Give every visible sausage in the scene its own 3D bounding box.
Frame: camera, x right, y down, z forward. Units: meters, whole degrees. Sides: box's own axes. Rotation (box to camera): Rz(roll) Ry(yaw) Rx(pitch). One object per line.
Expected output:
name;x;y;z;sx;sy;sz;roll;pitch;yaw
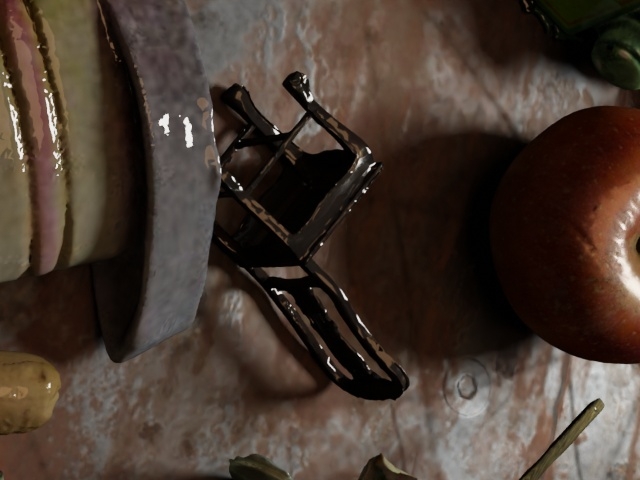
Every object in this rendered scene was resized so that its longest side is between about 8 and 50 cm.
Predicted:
sausage;-0.312;0.091;1.232;0.301;0.066;0.066;9;82;-29

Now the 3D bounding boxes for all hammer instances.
hammer;0.141;0.187;1.383;0.058;0.029;0.292;56;42;-2

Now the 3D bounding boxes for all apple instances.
apple;0.225;-0.006;1.504;0.201;0.162;0.201;-3;97;-23

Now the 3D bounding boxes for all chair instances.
chair;0.000;0.000;1.399;0.229;0.106;0.113;47;68;-21

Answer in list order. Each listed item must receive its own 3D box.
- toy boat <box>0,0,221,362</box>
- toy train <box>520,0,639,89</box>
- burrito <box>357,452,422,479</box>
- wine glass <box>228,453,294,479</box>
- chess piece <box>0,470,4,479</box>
toy boat;-0.191;-0.057;1.272;0.293;0.111;0.276;9;99;-34
toy train;0.292;-0.250;1.557;0.188;0.159;0.272;44;67;-14
burrito;0.152;0.282;1.456;0.331;0.135;0.190;16;72;-32
wine glass;-0.071;0.246;1.339;0.122;0.122;0.183;40;66;-22
chess piece;-0.278;0.310;1.188;0.182;0.182;0.330;-4;94;-30
